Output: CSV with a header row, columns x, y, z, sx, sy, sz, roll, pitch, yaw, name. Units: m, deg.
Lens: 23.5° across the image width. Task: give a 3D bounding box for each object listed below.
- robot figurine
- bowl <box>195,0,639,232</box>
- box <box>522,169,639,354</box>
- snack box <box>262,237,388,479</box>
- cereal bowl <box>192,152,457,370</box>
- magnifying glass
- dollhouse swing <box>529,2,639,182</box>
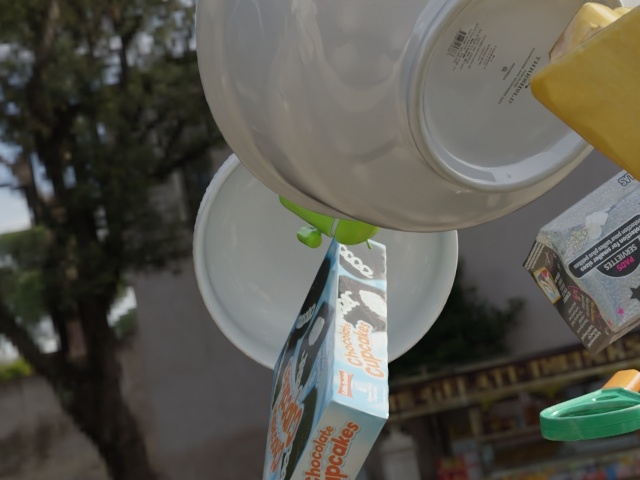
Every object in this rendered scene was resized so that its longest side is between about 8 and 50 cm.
x,y,z,sx,sy,sz,roll,pitch,yaw,name
0.010,-0.041,1.363,0.101,0.115,0.067,-55,-14,-4,robot figurine
0.087,-0.119,0.900,0.297,0.298,0.134,-7,30,-25,bowl
0.371,-0.007,1.704,0.247,0.142,0.163,-35,-12,-9,box
0.004,0.144,1.484,0.060,0.187,0.322,20,26,-9,snack box
0.000,0.000,1.972,0.338,0.339,0.141,-11,16,-6,cereal bowl
0.247,0.139,1.318,0.092,0.026,0.231,-9,0,20,magnifying glass
0.324,-0.101,0.569,0.347,0.315,0.305,-12,-41,-58,dollhouse swing
